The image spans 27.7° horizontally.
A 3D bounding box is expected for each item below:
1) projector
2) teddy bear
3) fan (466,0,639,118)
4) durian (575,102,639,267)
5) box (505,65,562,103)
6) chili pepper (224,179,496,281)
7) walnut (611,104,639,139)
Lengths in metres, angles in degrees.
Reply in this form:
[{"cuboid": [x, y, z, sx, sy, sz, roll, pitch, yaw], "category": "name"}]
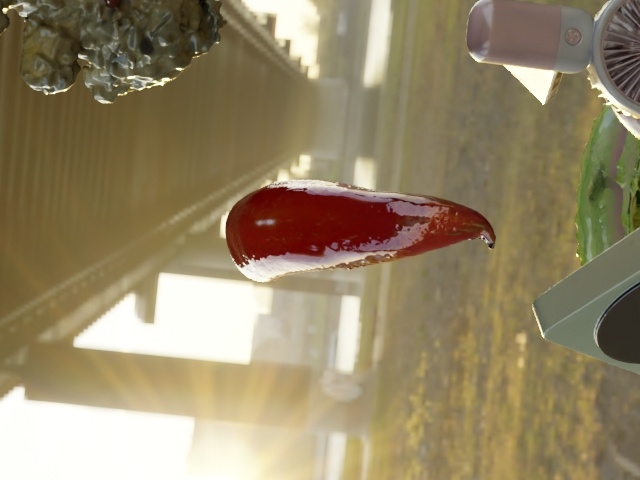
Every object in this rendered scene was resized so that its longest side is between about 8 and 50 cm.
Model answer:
[{"cuboid": [0.408, 0.050, 1.452, 0.259, 0.257, 0.079, -39, 48, 31], "category": "projector"}, {"cuboid": [-0.268, -0.320, 1.596, 0.357, 0.367, 0.224, -53, 30, 15], "category": "teddy bear"}, {"cuboid": [0.259, -0.185, 1.222, 0.074, 0.244, 0.130, -151, 67, -86], "category": "fan"}, {"cuboid": [0.454, -0.067, 1.929, 0.169, 0.157, 0.355, 18, -105, -73], "category": "durian"}, {"cuboid": [0.267, -0.242, 1.669, 0.029, 0.109, 0.198, -45, -9, -1], "category": "box"}, {"cuboid": [-0.004, -0.001, 1.139, 0.368, 0.137, 0.092, 4, 81, 65], "category": "chili pepper"}, {"cuboid": [0.477, -0.187, 1.623, 0.203, 0.298, 0.203, -167, 90, -81], "category": "walnut"}]
